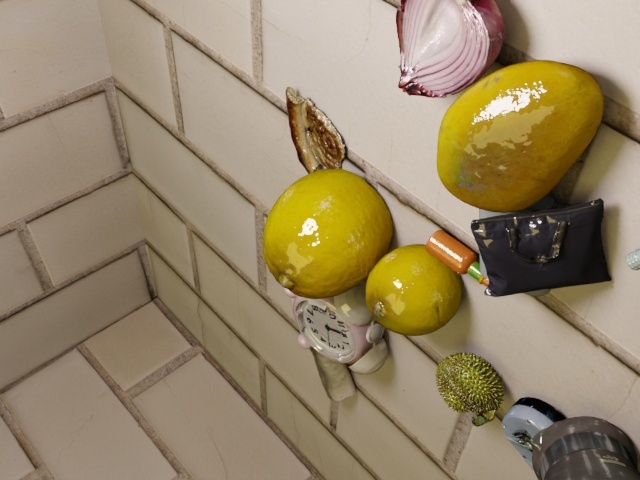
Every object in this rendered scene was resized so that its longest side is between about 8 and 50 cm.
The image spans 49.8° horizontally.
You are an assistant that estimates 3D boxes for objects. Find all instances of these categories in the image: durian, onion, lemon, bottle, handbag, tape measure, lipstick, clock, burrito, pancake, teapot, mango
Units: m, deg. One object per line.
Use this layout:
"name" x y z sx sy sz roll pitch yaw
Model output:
"durian" 0.404 0.380 1.847 0.198 0.146 0.159 24 121 37
"onion" 0.244 -0.393 1.350 0.227 0.120 0.283 58 147 10
"lemon" 0.000 0.000 1.890 0.364 0.364 0.364 38 145 32
"bottle" 0.346 0.049 1.682 0.187 0.069 0.069 40 146 27
"handbag" 0.440 0.019 1.373 0.254 0.088 0.211 -8 127 17
"tape measure" 0.554 0.492 1.758 0.181 0.107 0.182 45 152 8
"lipstick" 0.617 0.018 1.270 0.037 0.037 0.116 53 147 8
"clock" 0.061 0.253 2.218 0.326 0.184 0.342 20 139 42
"lemon" 0.230 0.139 1.795 0.240 0.219 0.240 39 143 37
"burrito" 0.029 0.443 2.520 0.143 0.105 0.299 19 135 54
"pancake" -0.030 -0.285 1.948 0.257 0.056 0.212 52 151 10
"teapot" 0.626 0.580 1.471 0.376 0.361 0.305 23 114 0
"mango" 0.365 -0.194 1.291 0.253 0.182 0.365 49 146 -2

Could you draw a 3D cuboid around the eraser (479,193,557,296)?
"eraser" 0.425 -0.004 1.495 0.174 0.081 0.227 26 137 41
